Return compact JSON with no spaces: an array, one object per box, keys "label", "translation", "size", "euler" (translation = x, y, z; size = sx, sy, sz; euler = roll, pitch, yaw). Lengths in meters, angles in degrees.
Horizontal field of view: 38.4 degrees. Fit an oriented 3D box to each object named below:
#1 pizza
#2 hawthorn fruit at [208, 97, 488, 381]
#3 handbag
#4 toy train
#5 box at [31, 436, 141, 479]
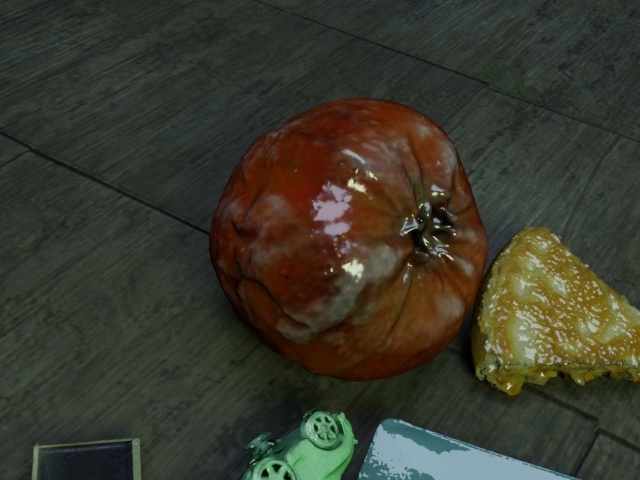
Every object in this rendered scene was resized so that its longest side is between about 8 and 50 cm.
[{"label":"pizza","translation":[0.236,0.084,0.835],"size":[0.199,0.062,0.188],"euler":[24,53,11]},{"label":"hawthorn fruit","translation":[0.000,0.000,0.806],"size":[0.272,0.241,0.242],"euler":[-1,25,46]},{"label":"handbag","translation":[0.122,0.221,0.650],"size":[0.221,0.057,0.144],"euler":[19,44,15]},{"label":"toy train","translation":[-0.032,0.184,0.652],"size":[0.149,0.099,0.081],"euler":[-31,84,-46]},{"label":"box","translation":[-0.170,0.185,0.665],"size":[0.083,0.035,0.079],"euler":[-3,39,-12]}]
